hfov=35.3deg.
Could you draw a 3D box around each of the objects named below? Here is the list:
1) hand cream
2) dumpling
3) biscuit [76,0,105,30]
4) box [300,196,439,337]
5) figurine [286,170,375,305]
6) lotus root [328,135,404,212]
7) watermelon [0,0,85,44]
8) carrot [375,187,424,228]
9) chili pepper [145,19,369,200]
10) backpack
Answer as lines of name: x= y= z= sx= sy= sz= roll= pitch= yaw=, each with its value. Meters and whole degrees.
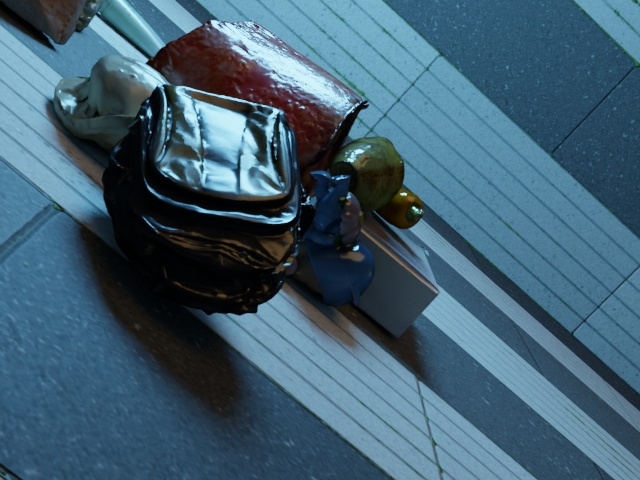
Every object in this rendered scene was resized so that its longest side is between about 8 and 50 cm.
hand cream: x=-0.330 y=-0.378 z=1.818 sx=0.205 sy=0.050 sz=0.078 roll=43 pitch=10 yaw=-20
dumpling: x=-0.221 y=-0.145 z=1.138 sx=0.199 sy=0.118 sz=0.136 roll=17 pitch=20 yaw=16
biscuit: x=-0.422 y=-0.473 z=1.570 sx=0.281 sy=0.179 sz=0.084 roll=48 pitch=-11 yaw=-9
box: x=0.068 y=0.015 z=1.542 sx=0.203 sy=0.106 sz=0.251 roll=40 pitch=10 yaw=-10
figurine: x=-0.002 y=0.001 z=1.307 sx=0.145 sy=0.178 sz=0.114 roll=-7 pitch=16 yaw=-16
lotus root: x=0.067 y=-0.093 z=1.442 sx=0.097 sy=0.110 sz=0.258 roll=5 pitch=10 yaw=12
watermelon: x=-0.388 y=-0.446 z=1.350 sx=0.293 sy=0.250 sz=0.283 roll=40 pitch=16 yaw=-2
carrot: x=0.077 y=-0.086 z=1.604 sx=0.061 sy=0.061 sz=0.257 roll=31 pitch=5 yaw=-46
chili pepper: x=-0.096 y=-0.202 z=1.457 sx=0.305 sy=0.251 sz=0.229 roll=43 pitch=-27 yaw=5
backpack: x=-0.106 y=-0.031 z=0.959 sx=0.206 sy=0.133 sz=0.258 roll=7 pitch=34 yaw=-12
